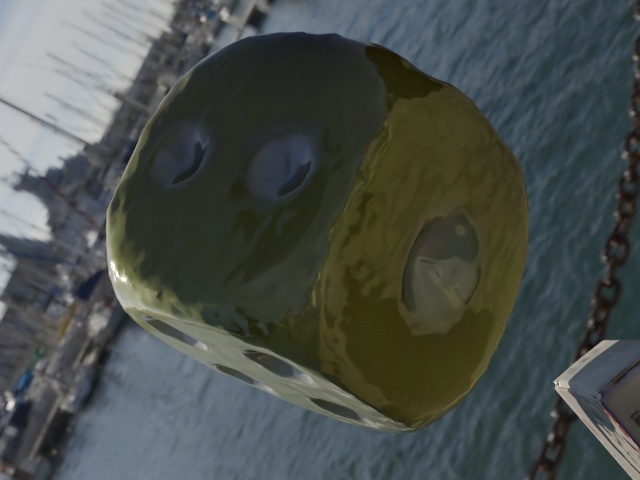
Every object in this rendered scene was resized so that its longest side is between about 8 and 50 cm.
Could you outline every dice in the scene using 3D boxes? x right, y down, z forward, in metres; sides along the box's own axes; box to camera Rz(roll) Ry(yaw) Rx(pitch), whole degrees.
[{"bbox_3d":[0.000,0.000,0.870,0.233,0.238,0.226,11,69,41],"label":"dice"}]

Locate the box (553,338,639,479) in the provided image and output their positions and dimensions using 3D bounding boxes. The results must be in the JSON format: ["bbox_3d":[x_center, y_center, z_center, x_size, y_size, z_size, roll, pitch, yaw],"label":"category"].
[{"bbox_3d":[0.304,0.215,0.765,0.069,0.353,0.214,-39,-6,0],"label":"box"}]
